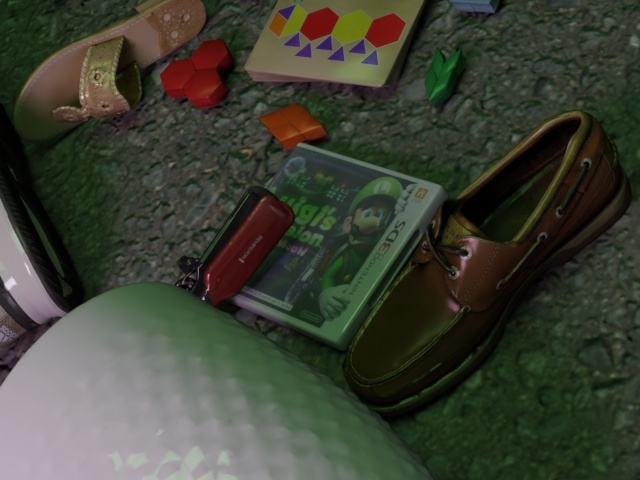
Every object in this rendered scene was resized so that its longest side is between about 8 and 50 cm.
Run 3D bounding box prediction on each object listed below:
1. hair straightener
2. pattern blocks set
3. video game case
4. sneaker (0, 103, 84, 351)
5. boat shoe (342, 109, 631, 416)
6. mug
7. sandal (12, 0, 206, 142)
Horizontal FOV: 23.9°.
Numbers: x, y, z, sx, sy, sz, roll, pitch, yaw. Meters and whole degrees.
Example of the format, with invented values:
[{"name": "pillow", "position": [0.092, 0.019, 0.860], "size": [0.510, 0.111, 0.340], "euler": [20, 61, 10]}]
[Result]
[{"name": "hair straightener", "position": [-0.109, 0.049, 1.383], "size": [0.230, 0.047, 0.089], "euler": [-58, 24, 5]}, {"name": "pattern blocks set", "position": [0.017, -0.213, 1.526], "size": [0.325, 0.026, 0.285], "euler": [20, 69, 36]}, {"name": "video game case", "position": [0.000, 0.000, 1.377], "size": [0.190, 0.022, 0.173], "euler": [20, 69, 44]}, {"name": "sneaker", "position": [-0.433, -0.038, 1.545], "size": [0.257, 0.169, 0.447], "euler": [-32, 52, 2]}, {"name": "boat shoe", "position": [0.123, 0.010, 1.265], "size": [0.307, 0.104, 0.110], "euler": [-46, 50, -7]}, {"name": "mug", "position": [-0.072, 0.265, 1.115], "size": [0.328, 0.276, 0.374], "euler": [28, 104, 31]}, {"name": "sandal", "position": [-0.212, -0.173, 1.578], "size": [0.240, 0.088, 0.079], "euler": [-37, 43, -7]}]
